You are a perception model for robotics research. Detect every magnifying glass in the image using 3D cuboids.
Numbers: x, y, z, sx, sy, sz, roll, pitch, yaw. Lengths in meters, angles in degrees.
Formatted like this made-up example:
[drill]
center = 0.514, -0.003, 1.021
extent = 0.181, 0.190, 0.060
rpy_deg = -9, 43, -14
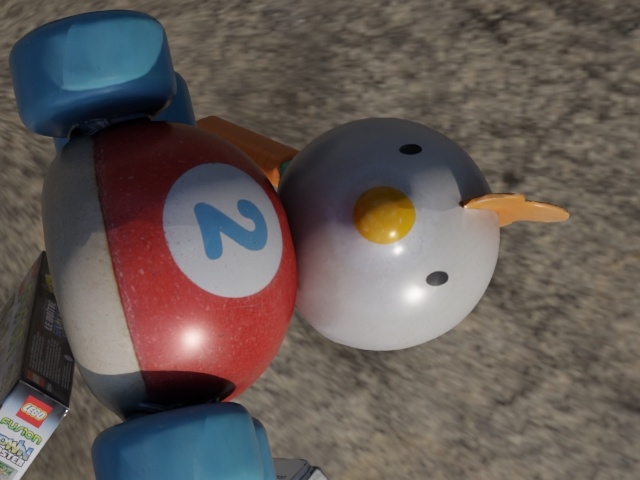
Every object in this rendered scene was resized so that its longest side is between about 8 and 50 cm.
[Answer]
[magnifying glass]
center = 0.001, -0.036, 1.144
extent = 0.092, 0.231, 0.026
rpy_deg = -23, 120, -35

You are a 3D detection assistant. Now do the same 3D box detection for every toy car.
[toy car]
center = 0.000, 0.000, 0.890
extent = 0.238, 0.210, 0.219
rpy_deg = -14, 81, -1

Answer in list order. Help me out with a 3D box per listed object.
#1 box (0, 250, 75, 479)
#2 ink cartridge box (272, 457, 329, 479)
[box]
center = -0.198, 0.095, 1.205
extent = 0.036, 0.207, 0.114
rpy_deg = 33, 106, -15
[ink cartridge box]
center = -0.022, 0.252, 1.259
extent = 0.092, 0.159, 0.218
rpy_deg = -44, 113, -34
